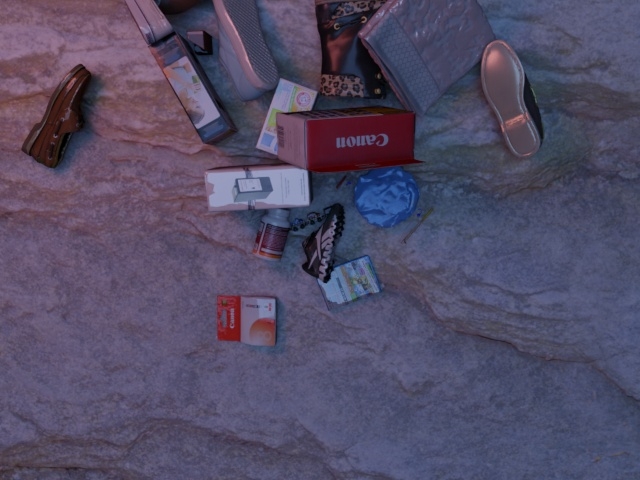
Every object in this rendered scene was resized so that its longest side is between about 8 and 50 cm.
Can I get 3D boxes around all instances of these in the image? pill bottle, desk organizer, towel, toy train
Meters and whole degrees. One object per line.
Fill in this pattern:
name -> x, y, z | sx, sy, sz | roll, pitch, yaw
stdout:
pill bottle -> -0.136, -0.021, 1.822 | 0.086, 0.086, 0.151 | 16, 98, -1
desk organizer -> -0.326, -0.537, 1.734 | 0.047, 0.130, 0.050 | -2, 100, 1
towel -> 0.288, -0.525, 1.653 | 0.317, 0.053, 0.332 | -46, 134, 1
toy train -> -0.020, -0.065, 1.842 | 0.159, 0.027, 0.036 | -21, 93, 4

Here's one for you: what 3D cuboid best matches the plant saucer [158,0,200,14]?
plant saucer -> -0.407, -0.765, 1.695 | 0.311, 0.050, 0.310 | 2, 96, 22

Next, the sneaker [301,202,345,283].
sneaker -> 0.000, 0.000, 1.815 | 0.106, 0.078, 0.234 | 18, 106, 16

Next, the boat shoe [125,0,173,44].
boat shoe -> -0.460, -0.625, 1.655 | 0.088, 0.096, 0.267 | -26, 63, -8

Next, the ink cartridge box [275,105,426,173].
ink cartridge box -> 0.078, -0.264, 1.631 | 0.310, 0.272, 0.129 | -9, 109, -23

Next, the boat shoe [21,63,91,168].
boat shoe -> -0.712, -0.344, 1.792 | 0.105, 0.110, 0.307 | 35, 107, -7

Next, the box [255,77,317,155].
box -> -0.089, -0.333, 1.768 | 0.114, 0.103, 0.203 | 19, 98, -1

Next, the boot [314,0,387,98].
boot -> 0.166, -0.526, 1.720 | 0.378, 0.138, 0.283 | 0, 103, -8

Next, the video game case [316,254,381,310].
video game case -> 0.081, 0.125, 1.871 | 0.167, 0.015, 0.119 | -20, 96, 5

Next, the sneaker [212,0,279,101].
sneaker -> -0.241, -0.548, 1.734 | 0.150, 0.135, 0.365 | -27, 76, 41

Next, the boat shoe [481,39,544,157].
boat shoe -> 0.530, -0.389, 1.746 | 0.117, 0.097, 0.324 | -17, 97, 35

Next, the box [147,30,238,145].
box -> -0.340, -0.406, 1.736 | 0.087, 0.169, 0.289 | -28, 95, 3

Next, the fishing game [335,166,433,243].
fishing game -> 0.188, -0.130, 1.822 | 0.264, 0.041, 0.189 | 37, 90, 2

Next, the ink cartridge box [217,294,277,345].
ink cartridge box -> -0.218, 0.235, 1.882 | 0.180, 0.045, 0.145 | 1, 97, -1

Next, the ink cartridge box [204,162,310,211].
ink cartridge box -> -0.162, -0.150, 1.748 | 0.273, 0.198, 0.114 | -3, 99, 3
